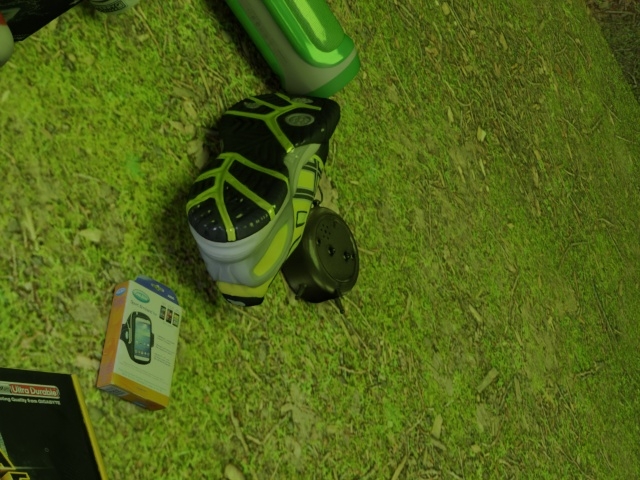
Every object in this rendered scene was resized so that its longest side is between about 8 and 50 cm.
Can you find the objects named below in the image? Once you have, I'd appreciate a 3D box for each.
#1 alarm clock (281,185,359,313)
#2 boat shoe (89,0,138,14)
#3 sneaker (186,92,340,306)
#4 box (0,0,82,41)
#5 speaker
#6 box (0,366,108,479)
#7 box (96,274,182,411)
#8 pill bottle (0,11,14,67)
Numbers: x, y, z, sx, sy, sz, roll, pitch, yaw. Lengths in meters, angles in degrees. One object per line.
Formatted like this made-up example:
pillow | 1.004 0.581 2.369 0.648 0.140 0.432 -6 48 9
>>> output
alarm clock | 0.000 0.000 1.302 0.129 0.064 0.192 21 55 -49
boat shoe | -0.241 -0.417 1.107 0.105 0.113 0.306 49 47 -53
sneaker | -0.071 -0.070 1.199 0.384 0.145 0.147 -61 155 -51
box | -0.311 -0.257 0.887 0.156 0.158 0.093 -24 94 -56
speaker | -0.065 -0.338 1.309 0.296 0.131 0.131 54 38 -25
box | -0.296 0.210 0.688 0.322 0.079 0.257 18 40 -50
box | -0.192 0.106 1.006 0.081 0.028 0.136 36 45 -41
pill bottle | -0.411 -0.259 0.701 0.363 0.210 0.210 62 35 -13
